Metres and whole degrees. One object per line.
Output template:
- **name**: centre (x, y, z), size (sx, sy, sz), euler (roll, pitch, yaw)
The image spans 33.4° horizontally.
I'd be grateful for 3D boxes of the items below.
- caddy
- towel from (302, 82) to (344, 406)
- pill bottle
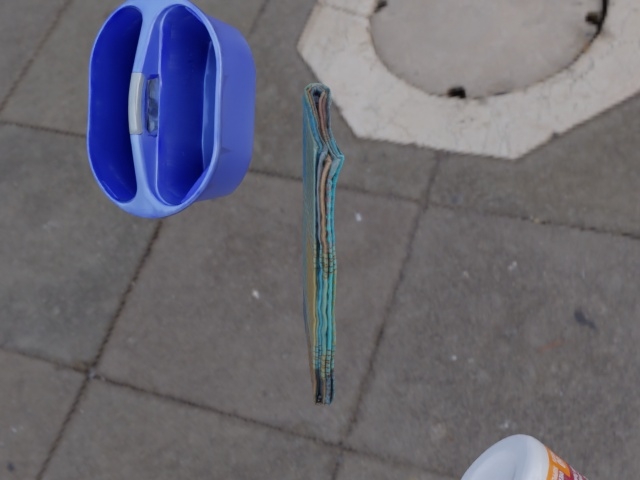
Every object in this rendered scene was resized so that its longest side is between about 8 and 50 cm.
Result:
- **caddy**: centre (-0.238, -0.205, 1.640), size (0.241, 0.179, 0.341), euler (4, 94, 26)
- **towel**: centre (0.000, 0.000, 1.444), size (0.040, 0.370, 0.271), euler (-1, 27, -3)
- **pill bottle**: centre (0.233, 0.285, 0.972), size (0.221, 0.121, 0.121), euler (38, 66, -12)
